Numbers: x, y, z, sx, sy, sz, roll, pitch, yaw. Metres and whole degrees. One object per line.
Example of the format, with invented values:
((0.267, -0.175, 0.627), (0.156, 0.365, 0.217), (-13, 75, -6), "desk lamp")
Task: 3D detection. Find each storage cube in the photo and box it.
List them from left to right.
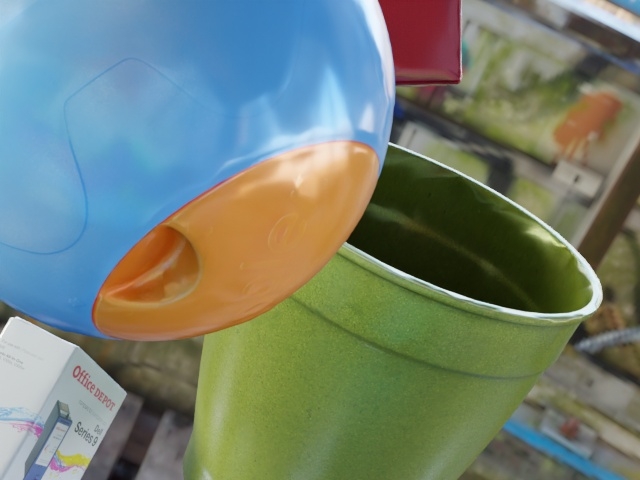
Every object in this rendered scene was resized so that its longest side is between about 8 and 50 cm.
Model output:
((0.044, -0.248, 1.428), (0.193, 0.215, 0.183), (-1, 5, 2), "storage cube")

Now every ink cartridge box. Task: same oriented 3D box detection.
((-0.302, 0.204, 1.397), (0.093, 0.212, 0.154), (20, -19, 20), "ink cartridge box")

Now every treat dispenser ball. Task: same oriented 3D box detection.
((-0.101, -0.085, 0.807), (0.288, 0.288, 0.288), (19, 29, -11), "treat dispenser ball")

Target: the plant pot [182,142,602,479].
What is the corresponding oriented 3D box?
((0.030, 0.123, 1.370), (0.366, 0.353, 0.366), (21, 20, -8), "plant pot")
